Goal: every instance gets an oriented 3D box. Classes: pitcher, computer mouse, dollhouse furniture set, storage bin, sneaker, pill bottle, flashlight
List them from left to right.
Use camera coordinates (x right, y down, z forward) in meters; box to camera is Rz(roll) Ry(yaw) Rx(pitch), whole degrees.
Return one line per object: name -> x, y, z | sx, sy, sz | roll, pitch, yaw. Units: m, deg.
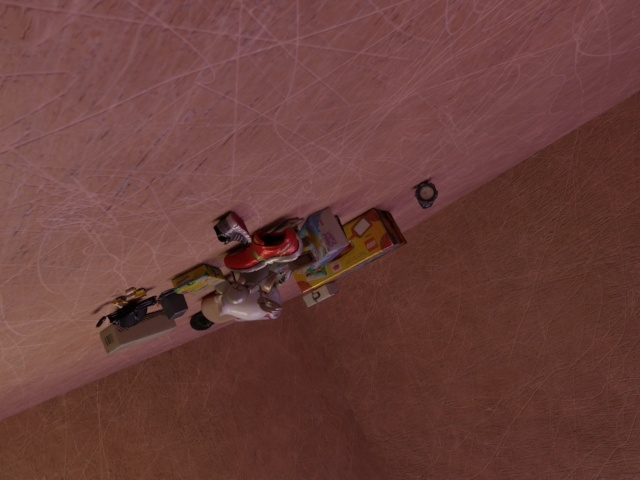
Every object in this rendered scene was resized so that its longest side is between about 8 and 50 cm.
computer mouse -> -0.658, 0.266, 1.491 | 0.184, 0.060, 0.262 | -23, 177, -44
storage bin -> -0.547, 0.238, 1.653 | 0.098, 0.091, 0.135 | -20, 168, -36
sneaker -> -0.585, 0.412, 2.482 | 0.286, 0.109, 0.130 | -25, 177, 3
sneaker -> -0.236, -0.022, 1.189 | 0.075, 0.063, 0.170 | -27, 166, -1
pitcher -> -0.335, 0.264, 1.886 | 0.207, 0.125, 0.178 | 4, -171, -26
pill bottle -> -0.351, 0.319, 2.224 | 0.283, 0.160, 0.160 | -8, 177, 17
sneaker -> -0.198, 0.019, 1.456 | 0.279, 0.107, 0.118 | -16, 135, 14
sneaker -> -0.222, 0.189, 2.278 | 0.275, 0.107, 0.110 | -29, -171, 46
dollhouse furniture set -> -0.068, 0.010, 1.549 | 0.123, 0.151, 0.144 | -35, 170, 39
flashlight -> 0.502, -0.203, 2.127 | 0.103, 0.103, 0.304 | -29, 170, 8

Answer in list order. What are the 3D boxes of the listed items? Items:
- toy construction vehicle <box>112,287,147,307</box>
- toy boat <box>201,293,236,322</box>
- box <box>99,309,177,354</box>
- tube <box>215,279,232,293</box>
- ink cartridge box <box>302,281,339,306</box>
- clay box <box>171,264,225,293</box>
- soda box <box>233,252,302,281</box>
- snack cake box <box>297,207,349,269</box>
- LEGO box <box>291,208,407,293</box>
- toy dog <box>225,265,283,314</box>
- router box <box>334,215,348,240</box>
toy construction vehicle -> -0.587, 0.179, 1.384 | 0.086, 0.035, 0.098 | -26, 171, -8
toy boat -> -0.448, 0.287, 2.119 | 0.231, 0.151, 0.151 | -17, -149, 9
box -> -0.734, 0.365, 1.818 | 0.113, 0.094, 0.275 | -31, 170, 27
tube -> -0.420, 0.208, 1.956 | 0.070, 0.062, 0.240 | 20, 168, -7
ink cartridge box -> 0.003, 0.269, 2.242 | 0.150, 0.063, 0.109 | -31, 170, 28
clay box -> -0.426, 0.138, 1.561 | 0.127, 0.053, 0.222 | -27, 170, -1
soda box -> -0.215, 0.103, 1.837 | 0.286, 0.091, 0.098 | -30, 171, 17
snack cake box -> 0.000, 0.000, 1.680 | 0.089, 0.152, 0.264 | -23, 170, -20
LEGO box -> 0.141, 0.051, 2.228 | 0.500, 0.193, 0.372 | -30, 171, 19
toy dog -> -0.239, 0.118, 1.601 | 0.220, 0.161, 0.334 | 15, -170, -18
router box -> 0.076, -0.033, 1.803 | 0.038, 0.122, 0.092 | -22, 171, 5
